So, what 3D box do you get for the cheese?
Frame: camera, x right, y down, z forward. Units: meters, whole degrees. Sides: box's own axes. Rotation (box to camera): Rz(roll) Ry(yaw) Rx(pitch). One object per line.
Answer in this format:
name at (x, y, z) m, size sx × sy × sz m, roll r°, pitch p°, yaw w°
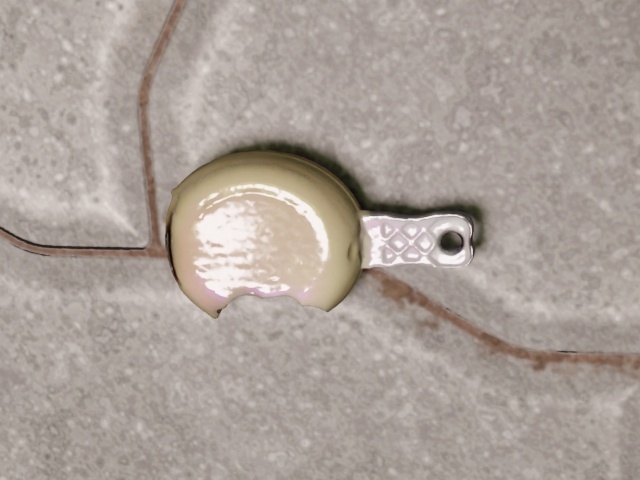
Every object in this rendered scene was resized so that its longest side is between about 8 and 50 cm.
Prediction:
cheese at (0.000, 0.000, 1.292) m, size 0.286 × 0.082 × 0.163 m, roll 4°, pitch 108°, yaw 14°
